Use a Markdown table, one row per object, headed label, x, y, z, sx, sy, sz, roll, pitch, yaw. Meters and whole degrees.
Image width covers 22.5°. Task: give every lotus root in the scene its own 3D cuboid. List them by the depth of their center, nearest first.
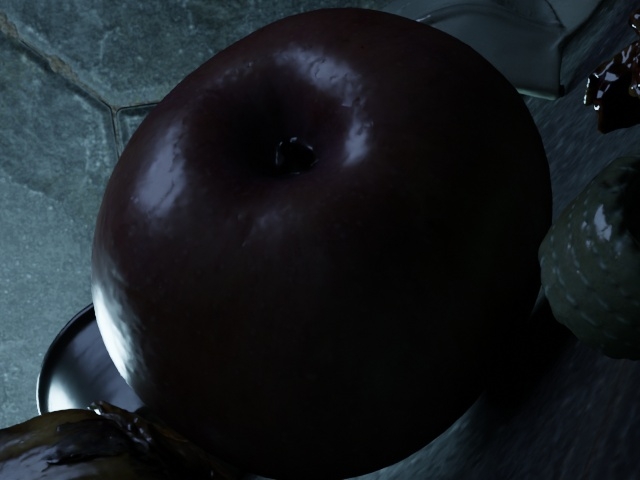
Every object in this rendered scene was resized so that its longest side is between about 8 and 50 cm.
| label | x | y | z | sx | sy | sz | roll | pitch | yaw |
| --- | --- | --- | --- | --- | --- | --- | --- | --- | --- |
| lotus root | -0.137 | 0.218 | 1.116 | 0.192 | 0.272 | 0.272 | -40 | 9 | 10 |

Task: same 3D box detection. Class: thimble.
| label | x | y | z | sx | sy | sz | roll | pitch | yaw |
| --- | --- | --- | --- | --- | --- | --- | --- | --- | --- |
| thimble | 0.157 | 0.004 | 0.787 | 0.062 | 0.084 | 0.110 | -48 | 11 | 41 |

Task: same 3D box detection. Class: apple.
| label | x | y | z | sx | sy | sz | roll | pitch | yaw |
| --- | --- | --- | --- | --- | --- | --- | --- | --- | --- |
| apple | 0.000 | 0.000 | 1.018 | 0.306 | 0.305 | 0.235 | -55 | -25 | -18 |

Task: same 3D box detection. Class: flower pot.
| label | x | y | z | sx | sy | sz | roll | pitch | yaw |
| --- | --- | --- | --- | --- | --- | --- | --- | --- | --- |
| flower pot | -0.157 | 0.179 | 1.583 | 0.235 | 0.235 | 0.148 | -51 | 27 | 15 |

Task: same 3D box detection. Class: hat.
| label | x | y | z | sx | sy | sz | roll | pitch | yaw |
| --- | --- | --- | --- | --- | --- | --- | --- | --- | --- |
| hat | 0.151 | -0.211 | 1.536 | 0.301 | 0.168 | 0.258 | -57 | 9 | -24 |

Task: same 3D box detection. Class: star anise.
| label | x | y | z | sx | sy | sz | roll | pitch | yaw |
| --- | --- | --- | --- | --- | --- | --- | --- | --- | --- |
| star anise | 0.237 | -0.138 | 1.093 | 0.168 | 0.057 | 0.168 | -55 | -2 | -3 |
